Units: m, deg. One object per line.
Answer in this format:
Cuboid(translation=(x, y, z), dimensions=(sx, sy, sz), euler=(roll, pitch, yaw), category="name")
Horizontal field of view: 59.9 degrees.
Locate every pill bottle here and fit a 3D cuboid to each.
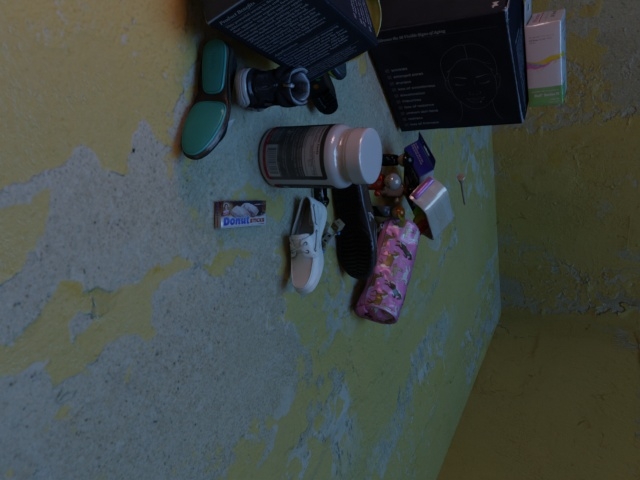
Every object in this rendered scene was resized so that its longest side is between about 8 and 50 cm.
Cuboid(translation=(0.002, -0.212, 1.403), dimensions=(0.161, 0.283, 0.161), euler=(-12, 104, -60), category="pill bottle")

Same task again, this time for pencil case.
Cuboid(translation=(0.244, 0.109, 1.992), dimensions=(0.160, 0.167, 0.386), euler=(83, 22, -64), category="pencil case")

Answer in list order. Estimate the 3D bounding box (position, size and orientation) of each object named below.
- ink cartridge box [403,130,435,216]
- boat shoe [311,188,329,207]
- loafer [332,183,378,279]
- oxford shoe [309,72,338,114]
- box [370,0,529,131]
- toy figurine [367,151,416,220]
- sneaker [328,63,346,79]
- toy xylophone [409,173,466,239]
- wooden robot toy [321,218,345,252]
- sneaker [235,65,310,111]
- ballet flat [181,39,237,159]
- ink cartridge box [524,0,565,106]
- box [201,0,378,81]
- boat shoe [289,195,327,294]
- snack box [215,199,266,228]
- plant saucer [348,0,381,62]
Cuboid(translation=(0.370, -0.237, 2.106), dimensions=(0.333, 0.065, 0.165), euler=(81, -8, -53), category="ink cartridge box")
Cuboid(translation=(0.003, -0.115, 1.662), dimensions=(0.049, 0.042, 0.133), euler=(-37, 126, -56), category="boat shoe")
Cuboid(translation=(0.133, -0.054, 1.800), dimensions=(0.130, 0.133, 0.366), euler=(-29, 118, -56), category="loafer")
Cuboid(translation=(-0.020, -0.470, 1.563), dimensions=(0.096, 0.082, 0.227), euler=(-89, 158, -46), category="oxford shoe")
Cuboid(translation=(0.471, -0.667, 1.975), dimensions=(0.472, 0.479, 0.298), euler=(55, 46, -48), category="box")
Cuboid(translation=(0.255, -0.195, 1.984), dimensions=(0.213, 0.148, 0.210), euler=(-56, 139, -42), category="toy figurine")
Cuboid(translation=(0.059, -0.624, 1.618), dimensions=(0.111, 0.121, 0.300), euler=(-20, 111, -57), category="sneaker")
Cuboid(translation=(0.438, -0.128, 2.068), dimensions=(0.236, 0.081, 0.323), euler=(-41, 149, -13), category="toy xylophone")
Cuboid(translation=(0.000, 0.000, 1.667), dimensions=(0.173, 0.076, 0.079), euler=(-48, 170, -40), category="wooden robot toy")
Cuboid(translation=(-0.096, -0.352, 1.294), dimensions=(0.268, 0.153, 0.101), euler=(-60, 150, -73), category="sneaker")
Cuboid(translation=(-0.224, -0.292, 1.198), dimensions=(0.096, 0.095, 0.281), euler=(49, 51, -70), category="ballet flat")
Cuboid(translation=(0.787, -0.671, 1.931), dimensions=(0.207, 0.119, 0.354), euler=(-52, 135, -49), category="ink cartridge box")
Cuboid(translation=(-0.076, -0.573, 1.212), dimensions=(0.395, 0.211, 0.294), euler=(6, 66, -61), category="box")
Cuboid(translation=(-0.049, 0.008, 1.537), dimensions=(0.096, 0.098, 0.277), euler=(37, 53, -55), category="boat shoe")
Cuboid(translation=(-0.191, -0.065, 1.345), dimensions=(0.178, 0.022, 0.064), euler=(-9, 102, -60), category="snack box")
Cuboid(translation=(0.050, -0.620, 1.546), dimensions=(0.037, 0.240, 0.241), euler=(-119, -166, -63), category="plant saucer")
